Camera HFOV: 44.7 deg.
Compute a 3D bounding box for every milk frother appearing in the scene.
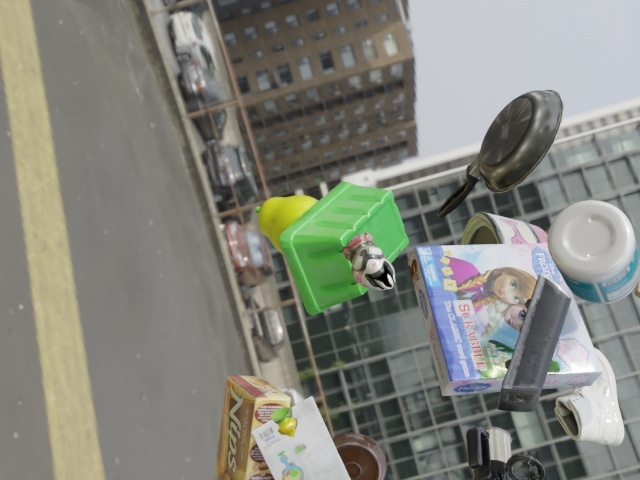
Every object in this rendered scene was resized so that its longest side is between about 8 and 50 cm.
[{"bbox_3d":[0.358,0.422,1.501,0.134,0.143,0.129,-80,154,-50],"label":"milk frother"}]

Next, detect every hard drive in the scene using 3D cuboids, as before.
[{"bbox_3d":[0.288,0.151,1.056,0.254,0.054,0.172,57,54,-69],"label":"hard drive"}]

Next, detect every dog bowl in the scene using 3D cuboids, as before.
[{"bbox_3d":[0.458,0.133,1.914,0.408,0.150,0.408,180,-90,-84],"label":"dog bowl"}]

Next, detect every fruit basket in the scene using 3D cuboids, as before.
[{"bbox_3d":[0.000,0.000,2.115,0.392,0.392,0.283,-99,168,-71],"label":"fruit basket"}]

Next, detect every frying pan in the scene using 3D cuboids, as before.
[{"bbox_3d":[0.306,-0.163,1.375,0.326,0.053,0.197,-21,-135,64],"label":"frying pan"}]

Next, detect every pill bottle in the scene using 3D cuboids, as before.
[{"bbox_3d":[0.518,0.034,1.455,0.264,0.146,0.146,38,34,-59],"label":"pill bottle"}]

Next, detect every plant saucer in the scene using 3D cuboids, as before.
[{"bbox_3d":[0.071,0.533,1.814,0.029,0.168,0.168,-90,164,-79],"label":"plant saucer"}]

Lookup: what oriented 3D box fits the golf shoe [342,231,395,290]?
[{"bbox_3d":[0.091,0.058,1.312,0.086,0.067,0.186,56,3,26],"label":"golf shoe"}]

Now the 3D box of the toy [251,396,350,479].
[{"bbox_3d":[-0.038,0.432,1.545,0.056,0.137,0.237,27,-38,64],"label":"toy"}]

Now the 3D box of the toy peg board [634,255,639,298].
[{"bbox_3d":[0.763,0.082,1.642,0.161,0.161,0.079,-56,173,-47],"label":"toy peg board"}]

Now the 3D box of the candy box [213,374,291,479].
[{"bbox_3d":[-0.153,0.464,1.657,0.183,0.088,0.316,12,-86,64],"label":"candy box"}]

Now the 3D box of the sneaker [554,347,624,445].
[{"bbox_3d":[0.734,0.424,2.181,0.108,0.169,0.292,123,-30,-48],"label":"sneaker"}]

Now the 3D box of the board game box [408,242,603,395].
[{"bbox_3d":[0.367,0.150,1.582,0.066,0.318,0.318,105,-21,-52],"label":"board game box"}]
